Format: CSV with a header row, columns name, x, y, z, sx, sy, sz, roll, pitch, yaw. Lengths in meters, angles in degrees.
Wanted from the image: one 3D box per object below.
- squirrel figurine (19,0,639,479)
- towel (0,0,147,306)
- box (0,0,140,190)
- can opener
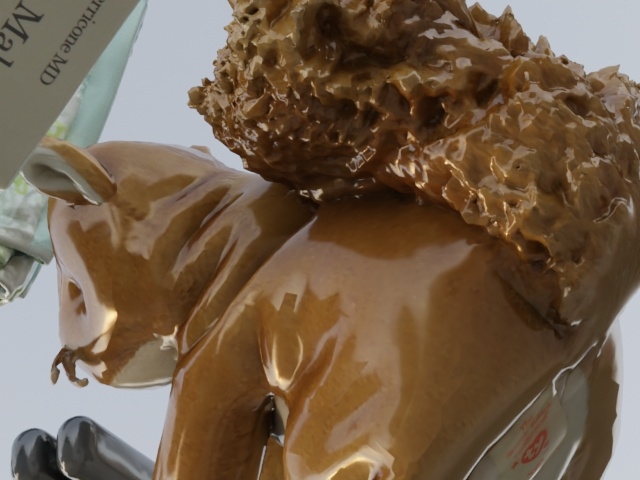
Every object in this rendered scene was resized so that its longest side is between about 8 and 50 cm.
name,x,y,z,sx,sy,sz,roll,pitch,yaw
squirrel figurine,0.000,0.000,0.909,0.281,0.370,0.397,-5,-58,-52
towel,-0.341,-0.144,1.274,0.320,0.374,0.090,22,-41,-10
box,-0.211,-0.140,0.565,0.275,0.094,0.113,32,-85,-31
can opener,-0.131,0.185,1.129,0.076,0.095,0.283,-17,-34,19
